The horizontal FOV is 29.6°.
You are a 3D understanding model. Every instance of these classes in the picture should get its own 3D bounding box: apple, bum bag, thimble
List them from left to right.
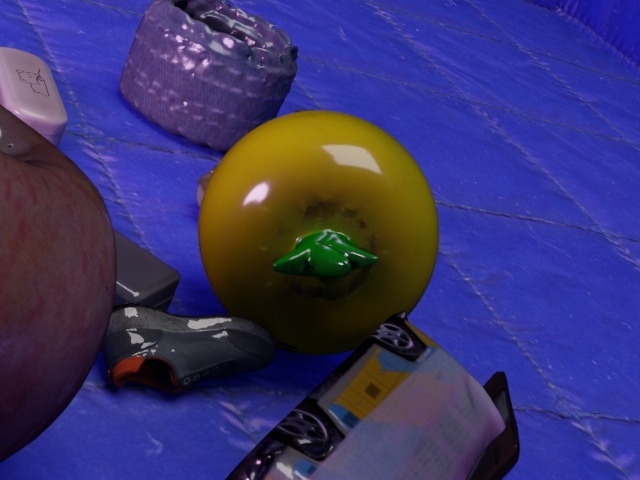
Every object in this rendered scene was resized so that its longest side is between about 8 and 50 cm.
[{"bbox_3d":[-0.302,0.009,0.893,0.345,0.269,0.345,49,-4,4],"label":"apple"},{"bbox_3d":[-0.158,-0.248,1.742,0.236,0.172,0.205,29,21,9],"label":"thimble"},{"bbox_3d":[0.173,0.205,1.269,0.026,0.109,0.159,-8,6,26],"label":"bum bag"}]

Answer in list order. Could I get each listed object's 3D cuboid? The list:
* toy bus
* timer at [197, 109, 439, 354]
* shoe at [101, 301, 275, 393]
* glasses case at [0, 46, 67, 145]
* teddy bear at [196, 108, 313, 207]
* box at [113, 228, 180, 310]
[{"bbox_3d":[0.033,0.208,1.045,0.162,0.171,0.386,41,26,7],"label":"toy bus"},{"bbox_3d":[0.000,0.000,1.250,0.285,0.285,0.285,22,25,-11],"label":"timer"},{"bbox_3d":[-0.129,0.116,1.182,0.194,0.074,0.077,13,51,-33],"label":"shoe"},{"bbox_3d":[-0.376,-0.184,1.538,0.083,0.050,0.196,13,27,-33],"label":"glasses case"},{"bbox_3d":[0.013,-0.045,1.531,0.256,0.156,0.267,42,27,27],"label":"teddy bear"},{"bbox_3d":[-0.269,0.004,1.266,0.243,0.055,0.103,32,24,13],"label":"box"}]
